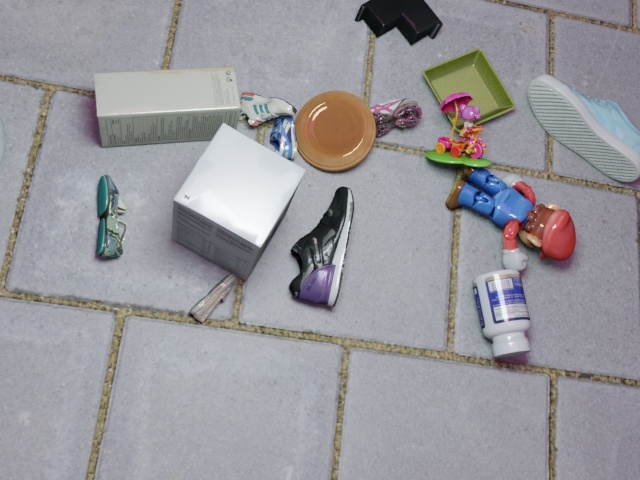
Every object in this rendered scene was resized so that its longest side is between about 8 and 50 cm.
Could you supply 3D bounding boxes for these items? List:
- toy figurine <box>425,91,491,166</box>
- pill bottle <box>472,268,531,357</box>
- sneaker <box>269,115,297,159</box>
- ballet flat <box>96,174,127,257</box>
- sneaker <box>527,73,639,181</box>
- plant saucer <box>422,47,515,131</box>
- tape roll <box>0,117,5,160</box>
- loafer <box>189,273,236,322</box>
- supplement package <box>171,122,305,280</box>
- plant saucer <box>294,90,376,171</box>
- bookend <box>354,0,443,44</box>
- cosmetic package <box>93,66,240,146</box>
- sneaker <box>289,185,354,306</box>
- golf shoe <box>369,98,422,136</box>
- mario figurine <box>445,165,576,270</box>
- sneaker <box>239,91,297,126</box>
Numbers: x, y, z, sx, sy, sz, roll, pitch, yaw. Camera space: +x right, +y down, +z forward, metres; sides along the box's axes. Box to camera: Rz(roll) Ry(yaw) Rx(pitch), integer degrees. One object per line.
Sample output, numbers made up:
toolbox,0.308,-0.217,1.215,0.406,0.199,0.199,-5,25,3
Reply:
toy figurine,0.336,-0.270,1.842,0.130,0.173,0.159,-15,116,-38
pill bottle,0.420,0.169,1.780,0.112,0.112,0.187,-4,74,-13
sneaker,-0.093,-0.260,1.843,0.059,0.053,0.144,-5,72,-11
ballet flat,-0.455,-0.051,1.701,0.070,0.070,0.188,2,74,-11
sneaker,0.692,-0.312,1.995,0.366,0.135,0.150,42,61,-6
plant saucer,0.373,-0.376,1.983,0.188,0.045,0.188,-25,79,-18
tape roll,-0.826,-0.230,1.653,0.286,0.100,0.286,4,71,-11
loafer,-0.229,0.126,1.698,0.125,0.045,0.039,-43,102,-14
supplement package,-0.181,-0.072,1.650,0.198,0.263,0.199,30,69,-1
plant saucer,0.032,-0.264,1.845,0.199,0.037,0.200,-1,79,7
bookend,0.201,-0.561,1.992,0.156,0.072,0.157,-36,83,-19
cosmetic package,-0.344,-0.300,1.747,0.309,0.160,0.113,-5,72,-14
sneaker,0.000,0.000,1.754,0.124,0.107,0.283,12,70,-2
golf shoe,0.152,-0.304,1.912,0.186,0.067,0.086,-13,34,-5
mario figurine,0.462,-0.048,1.878,0.320,0.170,0.198,34,105,11
sneaker,-0.129,-0.297,1.821,0.161,0.057,0.075,18,87,30
